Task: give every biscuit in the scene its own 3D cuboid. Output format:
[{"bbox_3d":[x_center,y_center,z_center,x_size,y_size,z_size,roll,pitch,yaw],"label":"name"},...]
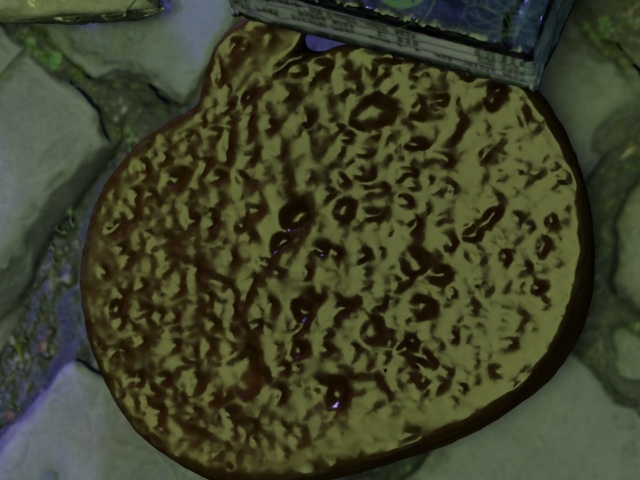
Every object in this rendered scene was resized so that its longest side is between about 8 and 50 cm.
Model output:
[{"bbox_3d":[0.003,-0.001,1.105,0.394,0.070,0.350,-14,86,19],"label":"biscuit"}]

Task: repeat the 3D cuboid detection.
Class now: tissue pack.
[{"bbox_3d":[0.067,-0.210,1.038,0.235,0.073,0.173,16,69,17],"label":"tissue pack"}]

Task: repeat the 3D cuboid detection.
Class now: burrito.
[{"bbox_3d":[-0.206,-0.192,1.179,0.185,0.041,0.045,1,111,17],"label":"burrito"}]
